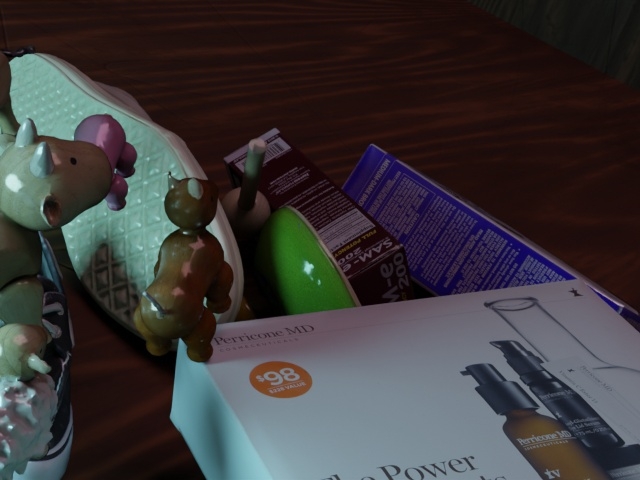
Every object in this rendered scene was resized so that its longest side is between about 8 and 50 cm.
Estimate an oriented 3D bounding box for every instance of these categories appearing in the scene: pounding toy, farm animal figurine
[{"bbox_3d":[-0.049,0.049,1.209,0.110,0.183,0.237,-29,79,-12],"label":"pounding toy"},{"bbox_3d":[-0.237,-0.016,0.915,0.330,0.172,0.327,32,57,28],"label":"farm animal figurine"}]

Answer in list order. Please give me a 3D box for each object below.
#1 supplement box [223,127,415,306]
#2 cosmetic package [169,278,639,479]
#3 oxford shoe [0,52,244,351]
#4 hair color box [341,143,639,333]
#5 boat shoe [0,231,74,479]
[{"bbox_3d":[0.000,0.000,1.339,0.073,0.130,0.239,-32,48,-15],"label":"supplement box"},{"bbox_3d":[0.113,0.155,0.960,0.377,0.097,0.284,-6,30,-26],"label":"cosmetic package"},{"bbox_3d":[-0.189,-0.048,1.277,0.130,0.169,0.449,27,12,-47],"label":"oxford shoe"},{"bbox_3d":[0.188,0.035,1.410,0.339,0.110,0.185,37,7,27],"label":"hair color box"},{"bbox_3d":[-0.243,0.074,1.018,0.108,0.102,0.301,13,25,-20],"label":"boat shoe"}]
